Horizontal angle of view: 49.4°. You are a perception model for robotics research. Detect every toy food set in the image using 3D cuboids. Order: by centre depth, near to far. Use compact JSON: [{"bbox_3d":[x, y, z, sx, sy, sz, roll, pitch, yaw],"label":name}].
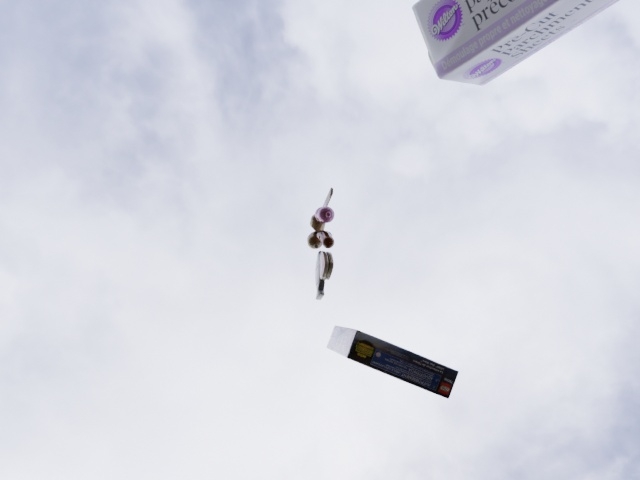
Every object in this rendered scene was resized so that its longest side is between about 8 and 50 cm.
[{"bbox_3d":[0.000,0.000,0.816,0.019,0.078,0.122,8,-127,-13],"label":"toy food set"}]

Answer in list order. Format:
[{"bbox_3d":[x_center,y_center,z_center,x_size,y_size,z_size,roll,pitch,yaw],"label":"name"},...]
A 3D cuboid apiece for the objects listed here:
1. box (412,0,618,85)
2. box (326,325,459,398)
[{"bbox_3d":[0.200,-0.201,0.412,0.324,0.067,0.063,-29,-106,40],"label":"box"},{"bbox_3d":[0.060,0.108,0.638,0.094,0.137,0.027,23,-97,-4],"label":"box"}]
